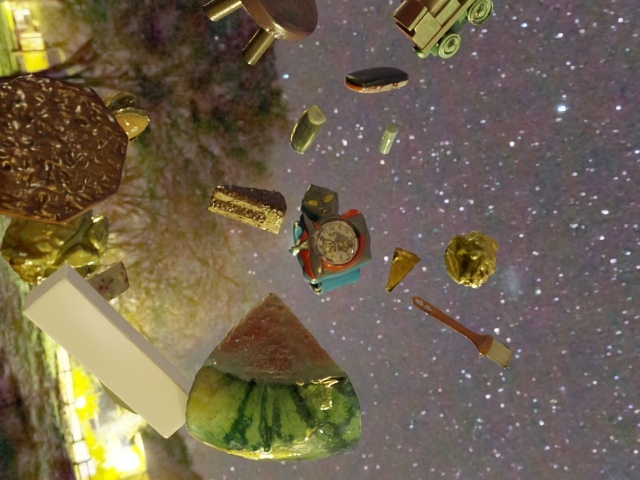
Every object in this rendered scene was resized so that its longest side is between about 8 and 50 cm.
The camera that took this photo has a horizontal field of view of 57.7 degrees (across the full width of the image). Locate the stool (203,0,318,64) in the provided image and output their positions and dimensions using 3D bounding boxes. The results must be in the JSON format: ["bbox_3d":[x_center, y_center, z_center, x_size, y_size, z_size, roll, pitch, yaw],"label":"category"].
[{"bbox_3d":[-0.156,-0.626,1.546,0.178,0.272,0.272,-24,-103,38],"label":"stool"}]

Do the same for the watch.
[{"bbox_3d":[0.000,0.000,1.763,0.274,0.241,0.306,115,-43,-69],"label":"watch"}]

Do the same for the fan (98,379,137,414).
[{"bbox_3d":[-0.361,0.353,1.341,0.414,0.012,0.233,27,-59,8],"label":"fan"}]

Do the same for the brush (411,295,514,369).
[{"bbox_3d":[0.385,0.244,1.603,0.314,0.090,0.017,33,-57,13],"label":"brush"}]

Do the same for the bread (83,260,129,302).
[{"bbox_3d":[-0.458,0.100,1.202,0.028,0.153,0.068,-2,-72,25],"label":"bread"}]

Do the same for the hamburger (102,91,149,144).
[{"bbox_3d":[-0.613,-0.372,1.757,0.114,0.177,0.185,60,-14,21],"label":"hamburger"}]

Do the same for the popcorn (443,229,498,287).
[{"bbox_3d":[0.514,0.062,1.974,0.197,0.155,0.198,0,-89,46],"label":"popcorn"}]

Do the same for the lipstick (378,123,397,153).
[{"bbox_3d":[0.276,-0.414,2.370,0.158,0.048,0.048,105,-33,-67],"label":"lipstick"}]

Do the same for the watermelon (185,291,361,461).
[{"bbox_3d":[-0.059,0.218,0.887,0.213,0.261,0.201,96,3,-47],"label":"watermelon"}]

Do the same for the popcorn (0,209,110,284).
[{"bbox_3d":[-0.719,0.003,1.589,0.282,0.281,0.247,5,-101,67],"label":"popcorn"}]

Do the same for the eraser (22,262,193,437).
[{"bbox_3d":[-0.308,0.171,0.882,0.298,0.076,0.078,53,-9,-25],"label":"eraser"}]

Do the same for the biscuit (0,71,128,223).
[{"bbox_3d":[-0.604,-0.204,1.274,0.046,0.358,0.360,-34,-110,60],"label":"biscuit"}]

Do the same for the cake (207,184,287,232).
[{"bbox_3d":[-0.227,-0.101,1.897,0.135,0.245,0.112,52,-53,43],"label":"cake"}]

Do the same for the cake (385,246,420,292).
[{"bbox_3d":[0.316,0.117,2.204,0.079,0.116,0.185,-31,130,-73],"label":"cake"}]

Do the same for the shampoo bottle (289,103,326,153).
[{"bbox_3d":[-0.040,-0.314,1.657,0.072,0.049,0.212,49,-21,-1],"label":"shampoo bottle"}]

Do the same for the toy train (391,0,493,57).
[{"bbox_3d":[0.379,-0.709,1.770,0.304,0.221,0.150,-47,-129,16],"label":"toy train"}]

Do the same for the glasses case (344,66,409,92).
[{"bbox_3d":[0.198,-0.558,2.013,0.103,0.266,0.067,38,-48,35],"label":"glasses case"}]
